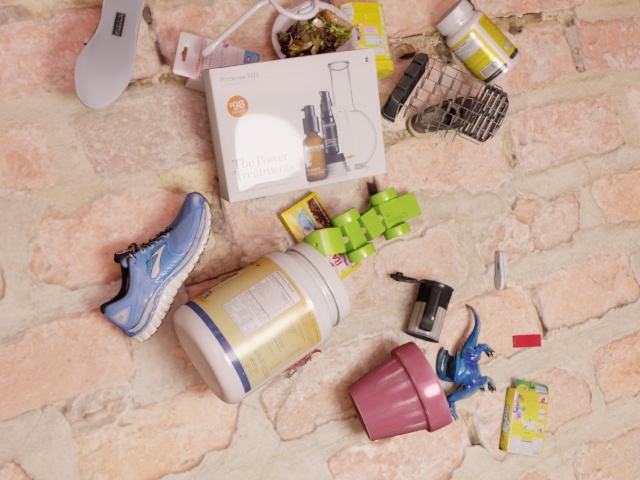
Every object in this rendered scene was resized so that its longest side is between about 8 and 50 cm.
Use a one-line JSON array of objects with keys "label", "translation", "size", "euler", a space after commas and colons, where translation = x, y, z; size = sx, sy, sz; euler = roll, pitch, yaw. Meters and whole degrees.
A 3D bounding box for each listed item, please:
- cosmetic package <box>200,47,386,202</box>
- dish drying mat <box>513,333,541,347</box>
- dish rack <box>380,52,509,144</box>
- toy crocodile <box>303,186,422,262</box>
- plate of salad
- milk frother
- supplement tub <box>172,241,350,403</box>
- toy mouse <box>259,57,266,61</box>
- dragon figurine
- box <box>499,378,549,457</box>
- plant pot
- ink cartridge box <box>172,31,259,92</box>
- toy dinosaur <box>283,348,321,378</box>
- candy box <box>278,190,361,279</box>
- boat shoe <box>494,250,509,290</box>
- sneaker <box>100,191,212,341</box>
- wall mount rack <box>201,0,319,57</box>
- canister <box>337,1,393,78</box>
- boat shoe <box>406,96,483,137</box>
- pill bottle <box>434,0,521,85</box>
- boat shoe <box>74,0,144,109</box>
[{"label": "cosmetic package", "translation": [-0.052, -0.258, 1.621], "size": [0.377, 0.097, 0.284], "euler": [-13, 104, -18]}, {"label": "dish drying mat", "translation": [0.526, 0.256, 1.876], "size": [0.083, 0.008, 0.032], "euler": [0, 84, -22]}, {"label": "dish rack", "translation": [0.305, -0.329, 1.756], "size": [0.271, 0.074, 0.208], "euler": [27, 60, 9]}, {"label": "toy crocodile", "translation": [0.108, -0.034, 1.695], "size": [0.340, 0.105, 0.115], "euler": [-28, 95, -38]}, {"label": "plate of salad", "translation": [-0.012, -0.473, 1.692], "size": [0.200, 0.048, 0.200], "euler": [2, 72, -6]}, {"label": "milk frother", "translation": [0.225, 0.154, 1.737], "size": [0.143, 0.129, 0.134], "euler": [12, 75, 25]}, {"label": "supplement tub", "translation": [-0.119, 0.163, 1.523], "size": [0.316, 0.228, 0.228], "euler": [-32, 95, -21]}, {"label": "toy mouse", "translation": [-0.092, -0.348, 1.684], "size": [0.161, 0.031, 0.143], "euler": [26, 66, -42]}, {"label": "dragon figurine", "translation": [0.334, 0.296, 1.755], "size": [0.144, 0.085, 0.289], "euler": [1, 84, -21]}, {"label": "box", "translation": [0.507, 0.439, 1.828], "size": [0.105, 0.043, 0.179], "euler": [15, 81, -18]}, {"label": "plant pot", "translation": [0.166, 0.350, 1.639], "size": [0.180, 0.201, 0.201], "euler": [-22, 92, -7]}, {"label": "ink cartridge box", "translation": [-0.236, -0.382, 1.634], "size": [0.181, 0.061, 0.104], "euler": [13, 77, -19]}, {"label": "toy dinosaur", "translation": [-0.057, 0.265, 1.623], "size": [0.047, 0.090, 0.082], "euler": [53, 37, 9]}, {"label": "candy box", "translation": [0.000, 0.000, 1.696], "size": [0.105, 0.027, 0.206], "euler": [-35, 96, -19]}, {"label": "boat shoe", "translation": [0.462, 0.078, 1.860], "size": [0.035, 0.035, 0.100], "euler": [6, 75, -17]}, {"label": "sneaker", "translation": [-0.337, 0.035, 1.510], "size": [0.147, 0.130, 0.330], "euler": [32, 74, -17]}, {"label": "wall mount rack", "translation": [-0.177, -0.564, 1.612], "size": [0.304, 0.130, 0.350], "euler": [-29, 75, -29]}, {"label": "canister", "translation": [0.104, -0.481, 1.770], "size": [0.126, 0.073, 0.170], "euler": [-5, 84, -19]}, {"label": "boat shoe", "translation": [0.324, -0.311, 1.832], "size": [0.223, 0.073, 0.080], "euler": [-19, 92, -20]}, {"label": "pill bottle", "translation": [0.395, -0.502, 1.860], "size": [0.208, 0.119, 0.119], "euler": [44, 71, -11]}, {"label": "boat shoe", "translation": [-0.440, -0.402, 1.538], "size": [0.113, 0.105, 0.306], "euler": [9, 74, -16]}]
